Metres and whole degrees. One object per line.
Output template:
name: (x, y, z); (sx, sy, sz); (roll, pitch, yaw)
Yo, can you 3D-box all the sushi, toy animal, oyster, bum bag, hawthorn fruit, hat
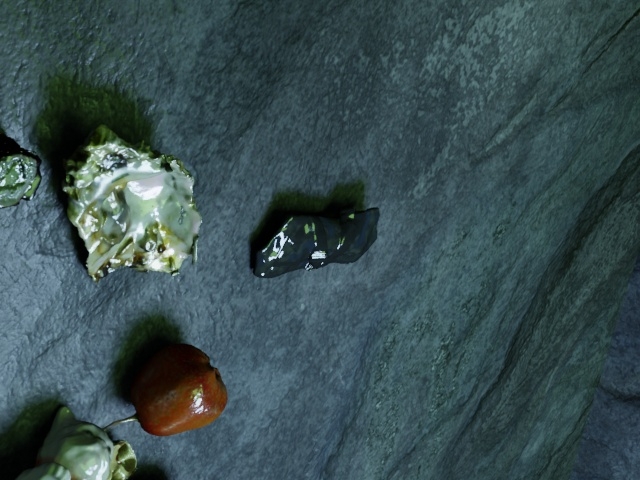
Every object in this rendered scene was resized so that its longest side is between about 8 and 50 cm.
sushi: (-0.433, -0.091, 1.728); (0.094, 0.084, 0.098); (1, 118, -56)
toy animal: (-0.385, 0.432, 2.091); (0.266, 0.188, 0.308); (-38, 122, 25)
oyster: (-0.285, -0.065, 1.935); (0.201, 0.107, 0.355); (-24, 148, -14)
bum bag: (0.000, 0.000, 2.349); (0.310, 0.074, 0.137); (-9, 131, -48)
hawthorn fruit: (-0.262, 0.268, 2.165); (0.203, 0.163, 0.163); (-32, 142, 0)
hat: (-0.356, 0.376, 2.186); (0.077, 0.059, 0.076); (-41, 125, -33)
